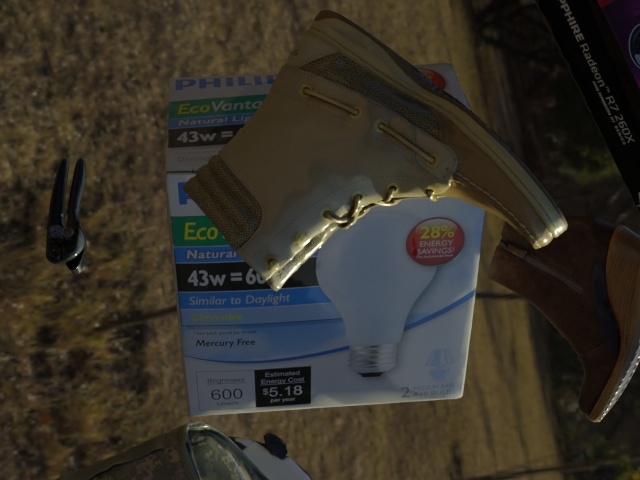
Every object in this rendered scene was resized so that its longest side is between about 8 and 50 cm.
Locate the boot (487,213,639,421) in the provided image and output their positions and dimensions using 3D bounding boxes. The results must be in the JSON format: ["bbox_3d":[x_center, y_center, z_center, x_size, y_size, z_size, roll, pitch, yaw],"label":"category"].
[{"bbox_3d":[0.307,0.083,1.282,0.090,0.207,0.248,-18,126,-58],"label":"boot"}]

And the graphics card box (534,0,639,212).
[{"bbox_3d":[0.382,-0.240,1.151,0.233,0.094,0.370,-32,100,-27],"label":"graphics card box"}]

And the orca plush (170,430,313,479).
[{"bbox_3d":[-0.151,0.417,1.836,0.102,0.287,0.151,149,-54,-77],"label":"orca plush"}]

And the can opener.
[{"bbox_3d":[-0.369,-0.043,1.480,0.073,0.059,0.186,106,-21,-59],"label":"can opener"}]

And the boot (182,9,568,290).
[{"bbox_3d":[0.038,-0.031,0.803,0.262,0.203,0.095,40,1,12],"label":"boot"}]

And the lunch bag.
[{"bbox_3d":[-0.189,0.376,1.343,0.287,0.235,0.169,50,26,-30],"label":"lunch bag"}]

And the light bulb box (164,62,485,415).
[{"bbox_3d":[0.000,0.000,1.246,0.225,0.358,0.361,-100,-172,-54],"label":"light bulb box"}]
